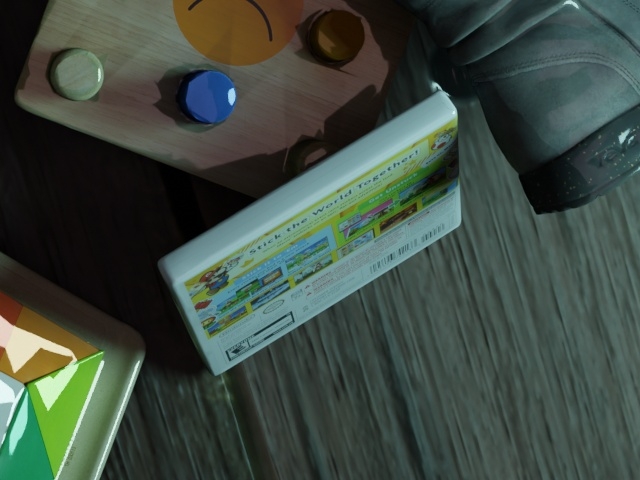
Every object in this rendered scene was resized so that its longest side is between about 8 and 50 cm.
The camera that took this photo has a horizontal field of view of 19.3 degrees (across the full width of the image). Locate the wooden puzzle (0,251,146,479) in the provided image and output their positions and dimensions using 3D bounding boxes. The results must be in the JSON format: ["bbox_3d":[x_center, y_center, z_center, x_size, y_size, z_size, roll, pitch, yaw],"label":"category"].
[{"bbox_3d":[-0.245,0.114,1.306,0.238,0.044,0.221,32,67,-32],"label":"wooden puzzle"}]

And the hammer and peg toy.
[{"bbox_3d":[-0.112,-0.183,1.339,0.361,0.127,0.266,20,92,-11],"label":"hammer and peg toy"}]

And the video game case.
[{"bbox_3d":[0.000,0.000,1.340,0.227,0.206,0.026,-31,69,-7],"label":"video game case"}]

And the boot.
[{"bbox_3d":[0.228,-0.190,1.298,0.338,0.118,0.223,-33,96,-17],"label":"boot"}]
